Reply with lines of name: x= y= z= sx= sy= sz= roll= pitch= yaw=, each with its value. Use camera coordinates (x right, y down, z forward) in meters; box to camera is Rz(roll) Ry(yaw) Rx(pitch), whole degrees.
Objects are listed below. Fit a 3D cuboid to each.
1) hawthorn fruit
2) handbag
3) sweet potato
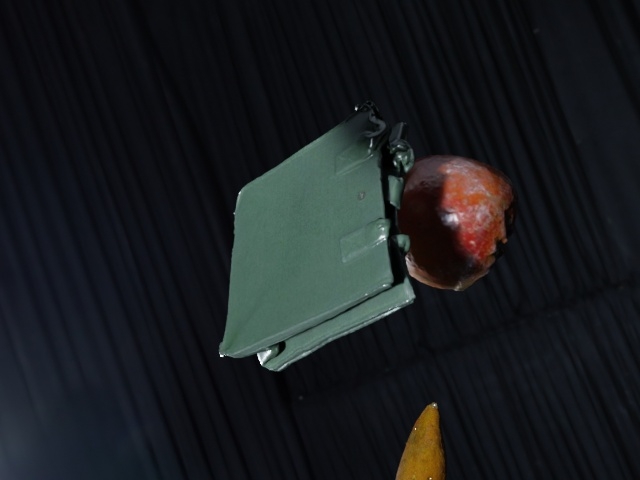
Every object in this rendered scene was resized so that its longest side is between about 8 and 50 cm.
hawthorn fruit: x=0.157 y=-0.029 z=1.039 sx=0.172 sy=0.173 sz=0.173 roll=-19 pitch=172 yaw=-3
handbag: x=-0.002 y=0.000 z=0.934 sx=0.079 sy=0.248 sz=0.260 roll=29 pitch=136 yaw=-34
sweet potato: x=0.098 y=0.305 z=0.887 sx=0.057 sy=0.265 sz=0.057 roll=13 pitch=164 yaw=4
